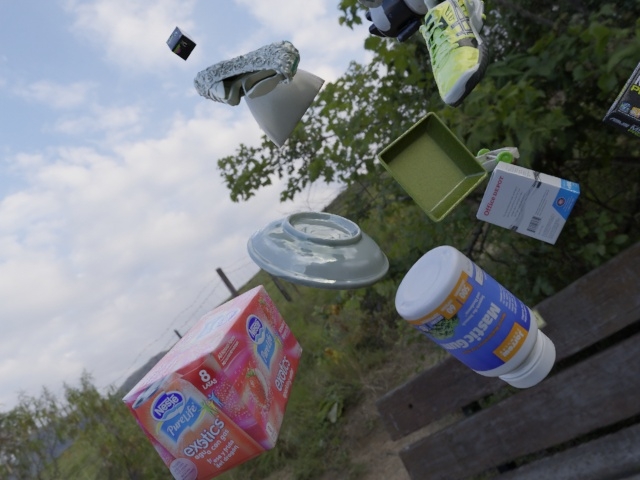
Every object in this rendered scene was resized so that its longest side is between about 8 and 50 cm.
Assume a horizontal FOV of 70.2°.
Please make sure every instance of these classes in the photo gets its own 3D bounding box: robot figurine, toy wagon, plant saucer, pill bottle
[{"bbox_3d":[0.296,-0.867,1.683,0.278,0.209,0.173,-20,28,50],"label":"robot figurine"},{"bbox_3d":[0.587,-0.283,1.787,0.344,0.068,0.267,-22,11,8],"label":"toy wagon"},{"bbox_3d":[0.000,0.000,1.263,0.400,0.400,0.100,-25,-50,-55],"label":"plant saucer"},{"bbox_3d":[0.236,-0.153,0.978,0.188,0.188,0.045,-41,-2,-21],"label":"plant saucer"},{"bbox_3d":[0.281,0.144,0.811,0.152,0.272,0.152,-50,12,15],"label":"pill bottle"}]

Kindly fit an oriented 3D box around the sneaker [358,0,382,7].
[{"bbox_3d":[0.127,-0.874,1.494,0.090,0.232,0.115,-31,28,31],"label":"sneaker"}]

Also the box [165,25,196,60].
[{"bbox_3d":[-0.410,-0.580,1.341,0.052,0.083,0.062,26,-68,-44],"label":"box"}]

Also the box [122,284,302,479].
[{"bbox_3d":[-0.140,0.199,0.703,0.142,0.154,0.300,-30,6,9],"label":"box"}]

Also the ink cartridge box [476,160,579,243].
[{"bbox_3d":[0.530,-0.101,1.174,0.086,0.203,0.148,-43,-30,-53],"label":"ink cartridge box"}]

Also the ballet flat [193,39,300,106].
[{"bbox_3d":[-0.246,-0.498,1.421,0.409,0.147,0.147,-10,7,31],"label":"ballet flat"}]

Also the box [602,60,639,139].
[{"bbox_3d":[0.941,-0.352,1.211,0.216,0.270,0.060,-55,-15,-6],"label":"box"}]

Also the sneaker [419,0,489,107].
[{"bbox_3d":[0.303,-0.468,1.095,0.145,0.147,0.384,130,156,-50],"label":"sneaker"}]

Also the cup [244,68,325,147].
[{"bbox_3d":[-0.170,-0.580,1.862,0.331,0.237,0.331,-54,12,17],"label":"cup"}]
